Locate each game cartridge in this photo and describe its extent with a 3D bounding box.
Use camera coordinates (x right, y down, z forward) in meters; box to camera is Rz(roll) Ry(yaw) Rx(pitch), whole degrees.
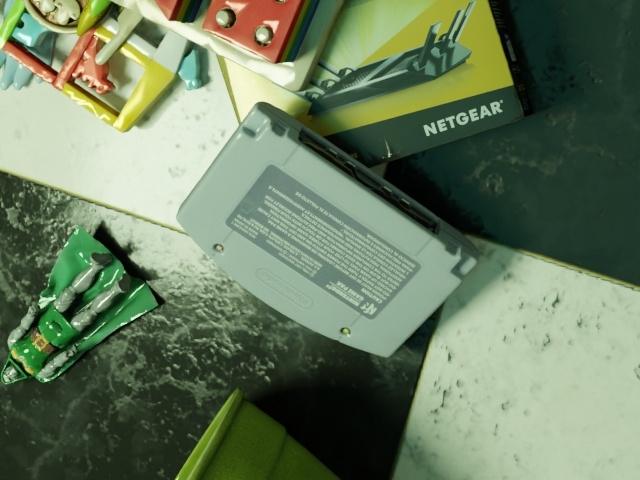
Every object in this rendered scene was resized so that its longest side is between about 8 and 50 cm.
[{"bbox_3d":[0.000,0.000,1.255,0.294,0.060,0.196,34,118,-11],"label":"game cartridge"}]

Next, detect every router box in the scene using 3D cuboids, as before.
[{"bbox_3d":[0.048,-0.203,1.249,0.309,0.081,0.243,-18,93,20],"label":"router box"}]

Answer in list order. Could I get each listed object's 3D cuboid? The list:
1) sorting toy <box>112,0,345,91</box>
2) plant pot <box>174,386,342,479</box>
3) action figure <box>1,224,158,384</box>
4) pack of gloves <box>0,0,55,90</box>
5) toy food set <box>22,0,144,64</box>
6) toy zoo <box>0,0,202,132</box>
[{"bbox_3d":[-0.089,-0.322,1.184,0.255,0.089,0.257,28,106,12],"label":"sorting toy"},{"bbox_3d":[-0.040,0.409,1.263,0.353,0.366,0.366,32,107,-1],"label":"plant pot"},{"bbox_3d":[-0.327,0.107,1.437,0.137,0.063,0.232,47,113,2],"label":"action figure"},{"bbox_3d":[-0.398,-0.311,1.406,0.195,0.046,0.232,22,104,-2],"label":"pack of gloves"},{"bbox_3d":[-0.290,-0.303,1.311,0.192,0.038,0.132,41,104,2],"label":"toy food set"},{"bbox_3d":[-0.265,-0.261,1.351,0.293,0.030,0.192,35,104,3],"label":"toy zoo"}]
